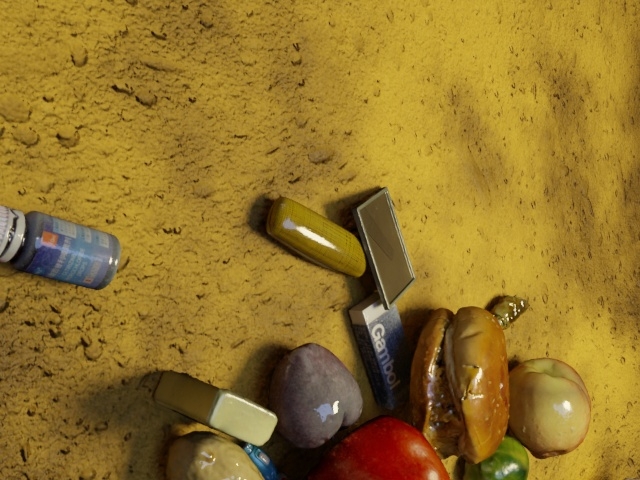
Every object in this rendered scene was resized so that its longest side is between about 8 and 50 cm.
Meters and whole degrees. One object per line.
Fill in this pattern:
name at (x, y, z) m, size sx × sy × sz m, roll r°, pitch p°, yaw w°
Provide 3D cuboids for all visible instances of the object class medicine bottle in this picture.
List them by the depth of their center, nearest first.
medicine bottle at (-0.372, 0.004, 0.941) m, size 0.203 × 0.083 × 0.083 m, roll 21°, pitch 77°, yaw -36°

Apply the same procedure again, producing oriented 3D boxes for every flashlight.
flashlight at (-0.098, 0.387, 1.197) m, size 0.051 × 0.051 × 0.129 m, roll -48°, pitch 114°, yaw -29°

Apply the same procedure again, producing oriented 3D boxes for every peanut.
peanut at (-0.129, 0.427, 1.109) m, size 0.147 × 0.147 × 0.319 m, roll -45°, pitch 105°, yaw -31°

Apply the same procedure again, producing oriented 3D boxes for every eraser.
eraser at (-0.159, 0.248, 1.061) m, size 0.117 × 0.172 × 0.058 m, roll 37°, pitch 69°, yaw -34°
eraser at (0.125, 0.211, 1.380) m, size 0.092 × 0.046 × 0.213 m, roll -29°, pitch 108°, yaw -38°

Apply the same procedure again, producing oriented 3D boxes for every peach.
peach at (0.087, 0.430, 1.207) m, size 0.274 × 0.245 × 0.249 m, roll 3°, pitch 98°, yaw -43°
peach at (0.500, 0.386, 1.603) m, size 0.232 × 0.232 × 0.233 m, roll 0°, pitch 90°, yaw -40°

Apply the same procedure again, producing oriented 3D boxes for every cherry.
cherry at (-0.016, 0.266, 1.207) m, size 0.176 × 0.140 × 0.176 m, roll 19°, pitch 55°, yaw -29°

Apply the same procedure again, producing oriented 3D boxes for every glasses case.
glasses case at (0.000, 0.000, 1.265) m, size 0.234 × 0.064 × 0.079 m, roll 28°, pitch 65°, yaw -38°

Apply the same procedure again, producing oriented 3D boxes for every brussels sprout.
brussels sprout at (0.393, 0.499, 1.557) m, size 0.149 × 0.122 × 0.152 m, roll 45°, pitch 62°, yaw -28°

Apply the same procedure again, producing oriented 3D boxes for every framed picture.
framed picture at (0.124, 0.012, 1.360) m, size 0.150 × 0.015 × 0.203 m, roll -38°, pitch 112°, yaw -56°

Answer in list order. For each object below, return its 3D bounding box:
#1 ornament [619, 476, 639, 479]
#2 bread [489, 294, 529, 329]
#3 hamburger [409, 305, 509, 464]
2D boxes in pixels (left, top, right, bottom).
ornament at (0.815, 0.757, 1.765) m, size 0.337 × 0.337 × 0.337 m, roll 0°, pitch 90°, yaw -40°
bread at (0.425, 0.161, 1.626) m, size 0.110 × 0.060 × 0.066 m, roll -32°, pitch 139°, yaw -34°
hamburger at (0.283, 0.278, 1.405) m, size 0.314 × 0.170 × 0.290 m, roll -42°, pitch 128°, yaw -64°
